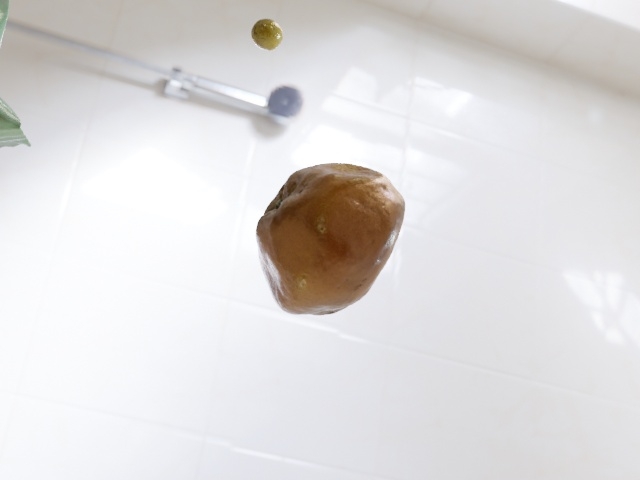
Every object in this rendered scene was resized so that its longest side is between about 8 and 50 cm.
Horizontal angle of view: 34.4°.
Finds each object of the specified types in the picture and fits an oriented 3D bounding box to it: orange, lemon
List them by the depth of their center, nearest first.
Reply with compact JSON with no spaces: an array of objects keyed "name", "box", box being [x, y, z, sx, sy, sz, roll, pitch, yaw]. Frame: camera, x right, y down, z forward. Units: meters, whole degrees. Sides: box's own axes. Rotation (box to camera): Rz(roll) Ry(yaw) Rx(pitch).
[{"name":"orange","box":[0.000,0.000,1.475,0.249,0.183,0.249,-62,-177,6]},{"name":"lemon","box":[-0.106,-0.409,2.059,0.083,0.062,0.062,56,42,-66]}]

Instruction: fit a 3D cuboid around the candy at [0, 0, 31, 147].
[{"name":"candy","box":[-0.590,-0.311,1.577,0.172,0.263,0.397,107,-24,-67]}]
